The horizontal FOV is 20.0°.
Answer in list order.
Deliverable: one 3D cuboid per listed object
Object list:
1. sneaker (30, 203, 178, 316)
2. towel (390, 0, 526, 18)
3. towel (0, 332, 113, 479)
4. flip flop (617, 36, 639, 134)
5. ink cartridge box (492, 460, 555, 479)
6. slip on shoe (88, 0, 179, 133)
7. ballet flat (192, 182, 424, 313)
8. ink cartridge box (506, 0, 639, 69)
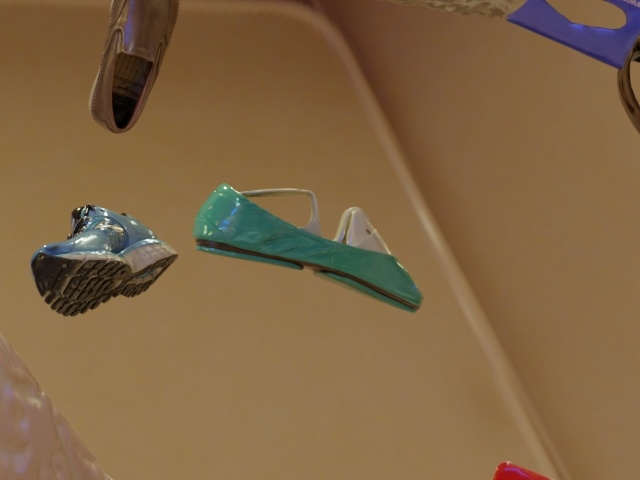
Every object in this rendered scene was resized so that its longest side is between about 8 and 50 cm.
[{"bbox_3d":[-0.180,0.010,1.399,0.063,0.073,0.162,-46,-14,19],"label":"sneaker"},{"bbox_3d":[0.005,-0.165,0.658,0.282,0.049,0.187,6,-34,-31],"label":"towel"},{"bbox_3d":[-0.198,0.261,1.225,0.053,0.317,0.332,-12,-48,18],"label":"towel"},{"bbox_3d":[0.348,-0.155,1.867,0.112,0.080,0.277,-65,-26,-23],"label":"flip flop"},{"bbox_3d":[0.135,0.278,1.241,0.078,0.134,0.231,35,-104,-74],"label":"ink cartridge box"},{"bbox_3d":[-0.135,-0.143,1.331,0.051,0.041,0.135,17,-77,-24],"label":"slip on shoe"},{"bbox_3d":[0.000,0.000,1.770,0.247,0.087,0.083,17,-2,-16],"label":"ballet flat"},{"bbox_3d":[0.268,-0.327,1.388,0.395,0.270,0.151,-62,-11,-21],"label":"ink cartridge box"}]
